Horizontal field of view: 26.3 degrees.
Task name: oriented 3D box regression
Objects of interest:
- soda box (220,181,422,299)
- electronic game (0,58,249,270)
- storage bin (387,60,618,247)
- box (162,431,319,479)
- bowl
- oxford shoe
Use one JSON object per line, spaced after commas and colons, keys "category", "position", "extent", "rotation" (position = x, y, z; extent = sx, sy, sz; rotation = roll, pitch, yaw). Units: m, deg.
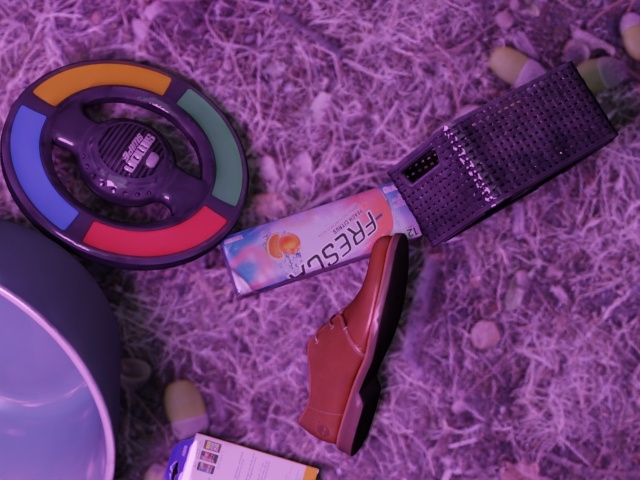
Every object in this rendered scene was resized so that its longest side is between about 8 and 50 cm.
{"category": "soda box", "position": [0.000, 0.000, 1.285], "extent": [0.183, 0.063, 0.058], "rotation": [-19, 84, -5]}
{"category": "electronic game", "position": [-0.176, -0.073, 1.249], "extent": [0.229, 0.048, 0.229], "rotation": [11, 54, -16]}
{"category": "storage bin", "position": [0.166, -0.078, 1.248], "extent": [0.180, 0.122, 0.084], "rotation": [-27, 84, -33]}
{"category": "box", "position": [-0.077, 0.231, 1.271], "extent": [0.136, 0.028, 0.081], "rotation": [17, 82, 2]}
{"category": "bowl", "position": [-0.295, 0.104, 1.172], "extent": [0.311, 0.163, 0.311], "rotation": [7, 121, 11]}
{"category": "oxford shoe", "position": [0.027, 0.088, 1.253], "extent": [0.076, 0.076, 0.212], "rotation": [21, 100, 18]}
